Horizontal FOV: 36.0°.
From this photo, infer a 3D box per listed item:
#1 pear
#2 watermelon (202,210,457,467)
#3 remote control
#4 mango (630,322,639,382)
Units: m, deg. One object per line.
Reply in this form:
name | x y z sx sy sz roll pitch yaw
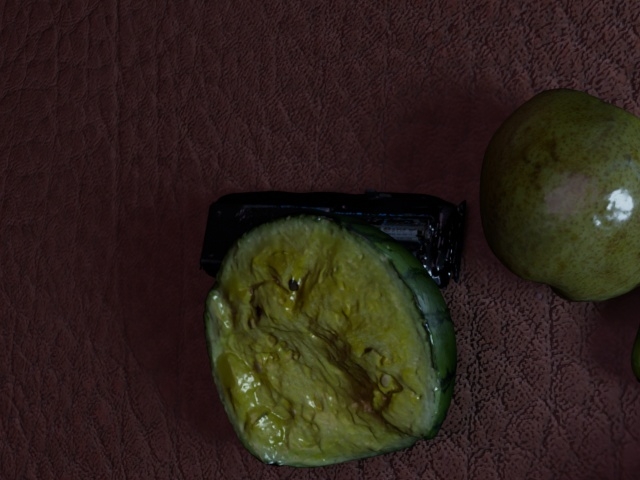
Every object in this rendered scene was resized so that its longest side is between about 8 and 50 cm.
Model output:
pear | 0.274 -0.043 1.075 0.228 0.188 0.211 28 84 35
watermelon | 0.026 0.113 1.182 0.330 0.189 0.331 5 100 31
remote control | 0.000 0.000 1.318 0.398 0.062 0.145 1 77 33
mango | 0.386 0.089 1.039 0.091 0.074 0.165 21 76 41
